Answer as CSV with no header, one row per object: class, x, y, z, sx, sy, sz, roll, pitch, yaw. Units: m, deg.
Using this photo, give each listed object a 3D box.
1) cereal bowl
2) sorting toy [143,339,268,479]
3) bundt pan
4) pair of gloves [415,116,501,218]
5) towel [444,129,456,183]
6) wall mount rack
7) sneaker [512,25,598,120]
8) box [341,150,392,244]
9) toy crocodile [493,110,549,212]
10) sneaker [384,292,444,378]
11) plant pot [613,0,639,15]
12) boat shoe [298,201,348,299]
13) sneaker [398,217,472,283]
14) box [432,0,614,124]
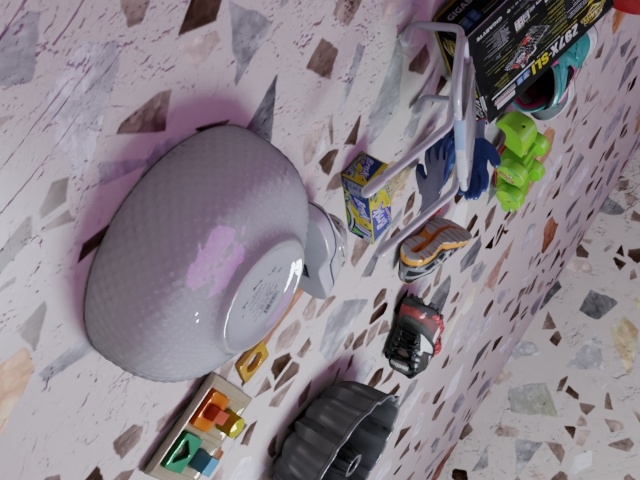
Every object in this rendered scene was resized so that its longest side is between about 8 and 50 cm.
cereal bowl,-0.122,0.036,1.255,0.339,0.141,0.339,-45,153,-32
sorting toy,-0.177,0.307,1.589,0.347,0.047,0.196,-56,157,-9
bundt pan,0.019,0.421,2.042,0.331,0.124,0.330,-46,153,-31
pair of gloves,0.236,-0.126,1.759,0.023,0.198,0.159,24,61,-33
towel,0.240,-0.151,1.927,0.067,0.029,0.119,-15,131,-61
wall mount rack,0.161,-0.147,1.545,0.350,0.131,0.304,69,30,-62
sneaker,0.445,-0.307,2.051,0.178,0.124,0.295,-40,160,-24
box,0.078,-0.067,1.657,0.059,0.054,0.169,-50,156,-22
toy crocodile,0.426,-0.163,2.231,0.115,0.105,0.340,-53,161,-13
sneaker,0.202,0.218,2.207,0.135,0.098,0.276,-53,158,-21
plant pot,0.681,-0.590,2.110,0.191,0.191,0.174,-48,150,-26
boat shoe,0.000,0.000,1.527,0.088,0.096,0.267,-56,159,-21
sneaker,0.225,0.020,2.048,0.215,0.084,0.083,-23,141,-41
box,0.347,-0.381,1.689,0.322,0.079,0.257,-44,151,-4
